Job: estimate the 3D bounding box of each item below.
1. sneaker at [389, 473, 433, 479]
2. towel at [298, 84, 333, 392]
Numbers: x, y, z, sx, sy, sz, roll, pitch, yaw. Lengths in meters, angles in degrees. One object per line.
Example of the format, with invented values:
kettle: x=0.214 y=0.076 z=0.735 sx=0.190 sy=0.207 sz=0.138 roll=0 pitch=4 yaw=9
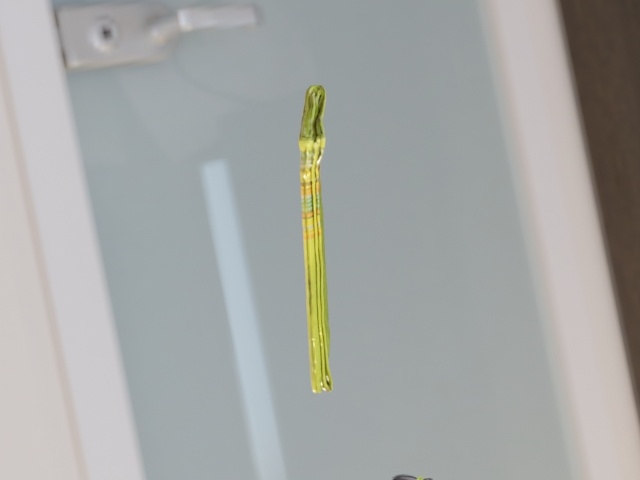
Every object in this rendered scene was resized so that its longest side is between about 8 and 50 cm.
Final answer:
sneaker: x=0.010 y=0.283 z=1.300 sx=0.121 sy=0.111 sz=0.300 roll=14 pitch=136 yaw=-14
towel: x=0.000 y=0.000 z=1.286 sx=0.021 sy=0.237 sz=0.102 roll=0 pitch=-149 yaw=4
